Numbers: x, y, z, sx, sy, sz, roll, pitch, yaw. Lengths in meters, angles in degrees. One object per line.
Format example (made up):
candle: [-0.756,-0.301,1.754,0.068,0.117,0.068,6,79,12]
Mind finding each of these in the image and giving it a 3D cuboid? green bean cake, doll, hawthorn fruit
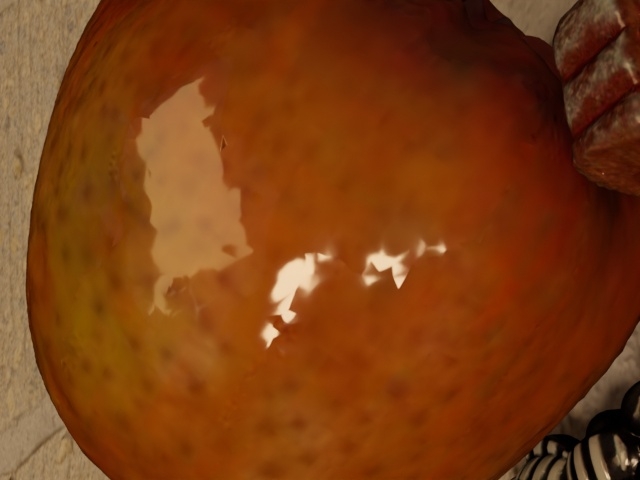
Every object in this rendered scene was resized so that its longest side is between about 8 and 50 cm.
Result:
green bean cake: [0.261,-0.068,1.135,0.097,0.232,0.198,134,138,-52]
doll: [0.197,0.171,1.363,0.219,0.067,0.091,137,128,-56]
hawthorn fruit: [0.000,0.000,1.363,0.472,0.471,0.472,-19,67,58]
